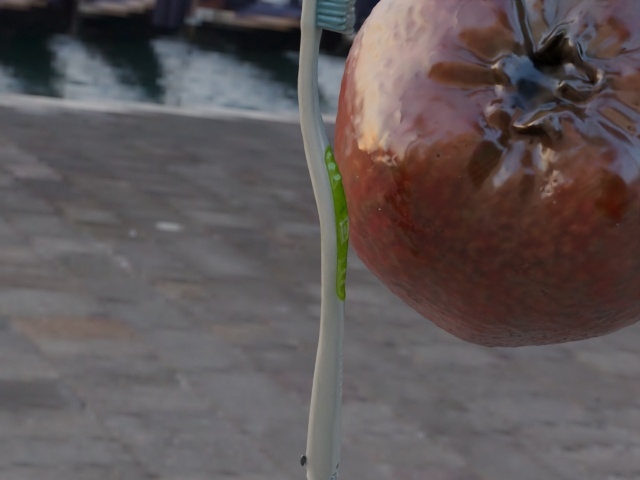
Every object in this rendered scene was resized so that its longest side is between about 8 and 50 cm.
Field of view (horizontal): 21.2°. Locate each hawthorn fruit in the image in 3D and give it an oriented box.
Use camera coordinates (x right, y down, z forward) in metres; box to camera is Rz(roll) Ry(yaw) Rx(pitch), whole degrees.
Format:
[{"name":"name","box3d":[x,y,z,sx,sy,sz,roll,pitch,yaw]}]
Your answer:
[{"name":"hawthorn fruit","box3d":[0.103,-0.033,0.909,0.210,0.210,0.262,7,-23,-3]}]

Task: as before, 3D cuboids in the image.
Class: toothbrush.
[{"name":"toothbrush","box3d":[0.000,0.000,0.782,0.026,0.263,0.022,9,23,16]}]
